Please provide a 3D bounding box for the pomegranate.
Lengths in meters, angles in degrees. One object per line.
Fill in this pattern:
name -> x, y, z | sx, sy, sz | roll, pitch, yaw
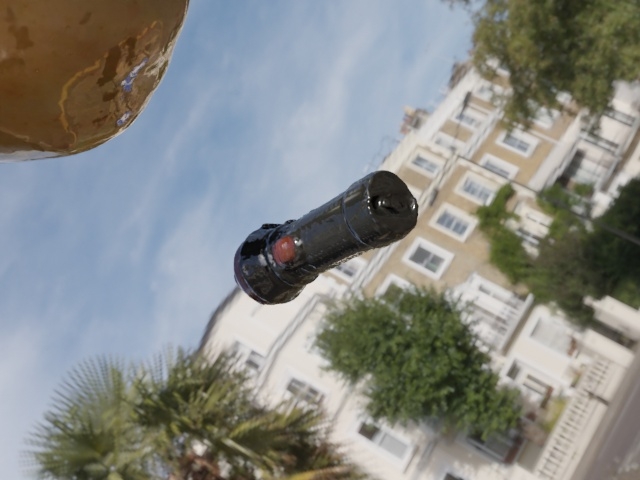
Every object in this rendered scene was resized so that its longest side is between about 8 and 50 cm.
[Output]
pomegranate -> -0.314, -0.283, 0.871 | 0.411, 0.411, 0.411 | -52, -21, -29

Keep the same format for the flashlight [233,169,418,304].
flashlight -> 0.000, 0.000, 0.848 | 0.232, 0.093, 0.093 | -28, 15, 50
